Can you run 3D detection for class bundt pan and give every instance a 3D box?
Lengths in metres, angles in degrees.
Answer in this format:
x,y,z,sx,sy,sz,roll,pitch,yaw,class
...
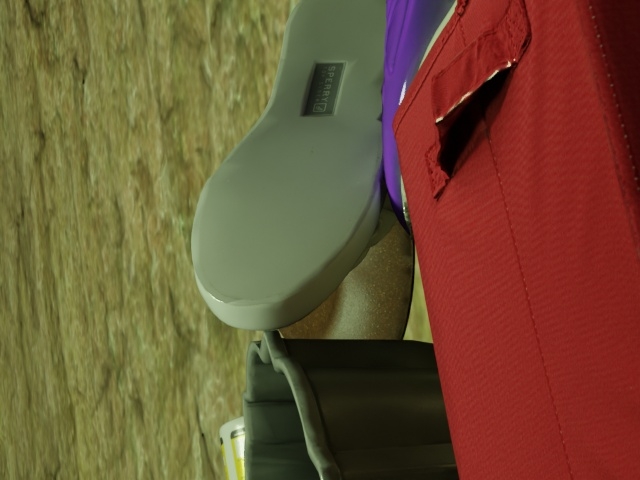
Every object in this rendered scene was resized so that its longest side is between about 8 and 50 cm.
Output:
x,y,z,sx,sy,sz,roll,pitch,yaw,class
0.050,0.200,0.820,0.331,0.124,0.331,172,90,-79,bundt pan

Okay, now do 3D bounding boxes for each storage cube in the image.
x,y,z,sx,sy,sz,roll,pitch,yaw,class
0.148,0.002,0.509,0.183,0.215,0.193,115,149,-63,storage cube

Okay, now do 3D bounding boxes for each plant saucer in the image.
x,y,z,sx,sy,sz,roll,pitch,yaw,class
0.000,0.000,1.063,0.198,0.036,0.198,177,90,-65,plant saucer

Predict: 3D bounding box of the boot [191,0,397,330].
x,y,z,sx,sy,sz,roll,pitch,yaw,class
0.006,-0.020,0.882,0.258,0.095,0.123,-69,-24,-42,boot

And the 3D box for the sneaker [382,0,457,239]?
x,y,z,sx,sy,sz,roll,pitch,yaw,class
0.077,-0.147,0.813,0.146,0.102,0.293,-140,56,-65,sneaker

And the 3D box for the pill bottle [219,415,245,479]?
x,y,z,sx,sy,sz,roll,pitch,yaw,class
-0.029,0.178,1.113,0.065,0.065,0.116,140,124,-61,pill bottle
